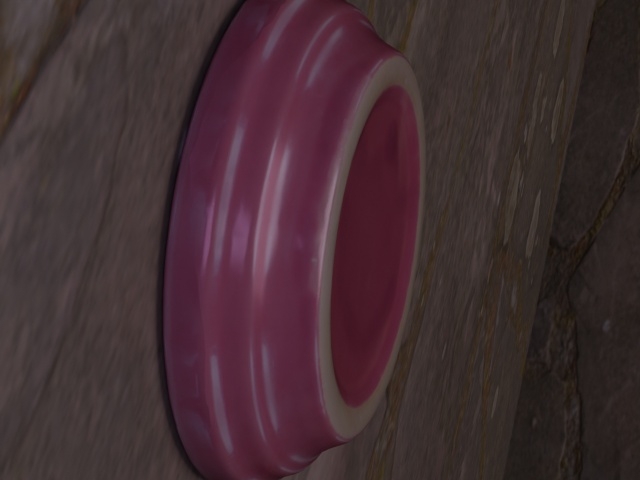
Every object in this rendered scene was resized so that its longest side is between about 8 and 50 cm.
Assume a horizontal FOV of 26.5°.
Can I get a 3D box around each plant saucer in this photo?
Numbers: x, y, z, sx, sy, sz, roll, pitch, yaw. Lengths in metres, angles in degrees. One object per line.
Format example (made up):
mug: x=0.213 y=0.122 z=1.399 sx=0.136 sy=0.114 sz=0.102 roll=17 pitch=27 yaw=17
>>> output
plant saucer: x=0.000 y=0.000 z=0.880 sx=0.332 sy=0.084 sz=0.332 roll=7 pitch=90 yaw=-73
